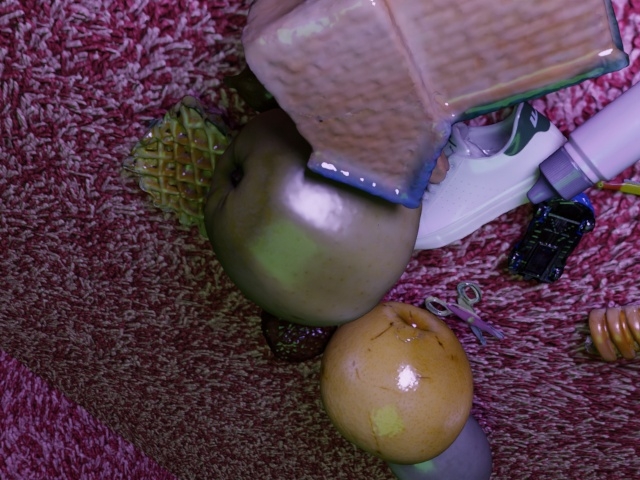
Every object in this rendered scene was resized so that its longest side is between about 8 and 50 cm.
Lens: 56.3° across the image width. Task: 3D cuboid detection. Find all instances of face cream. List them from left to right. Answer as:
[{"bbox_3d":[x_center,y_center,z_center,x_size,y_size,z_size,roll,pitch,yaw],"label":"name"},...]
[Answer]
[{"bbox_3d":[0.424,-0.151,0.839,0.092,0.092,0.311,41,116,-18],"label":"face cream"}]

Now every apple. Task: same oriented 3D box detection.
[{"bbox_3d":[-0.018,-0.039,1.000,0.357,0.357,0.357,13,137,12],"label":"apple"}]

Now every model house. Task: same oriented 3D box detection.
[{"bbox_3d":[0.160,-0.273,0.768,0.382,0.334,0.342,-14,137,29],"label":"model house"}]

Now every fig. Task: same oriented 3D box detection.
[{"bbox_3d":[-0.092,-0.260,1.029,0.155,0.103,0.109,4,113,10],"label":"fig"}]

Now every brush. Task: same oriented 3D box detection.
[{"bbox_3d":[0.498,-0.091,0.988,0.083,0.021,0.018,9,138,8],"label":"brush"}]

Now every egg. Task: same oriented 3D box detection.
[{"bbox_3d":[0.297,0.533,1.547,0.258,0.258,0.352,-21,127,39],"label":"egg"}]

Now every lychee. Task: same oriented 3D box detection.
[{"bbox_3d":[-0.048,0.201,1.440,0.188,0.188,0.188,13,137,12],"label":"lychee"}]

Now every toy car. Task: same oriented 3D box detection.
[{"bbox_3d":[0.414,-0.009,1.081,0.103,0.063,0.216,19,132,6],"label":"toy car"}]

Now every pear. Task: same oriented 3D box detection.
[{"bbox_3d":[0.166,0.309,1.316,0.349,0.348,0.348,13,137,12],"label":"pear"}]

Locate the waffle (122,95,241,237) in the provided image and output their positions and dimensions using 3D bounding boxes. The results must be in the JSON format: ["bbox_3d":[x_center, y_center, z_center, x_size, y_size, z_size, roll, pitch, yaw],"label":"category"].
[{"bbox_3d":[-0.245,-0.140,1.248,0.317,0.073,0.297,-29,116,39],"label":"waffle"}]

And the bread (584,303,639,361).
[{"bbox_3d":[0.607,0.180,1.173,0.177,0.084,0.119,-18,124,32],"label":"bread"}]

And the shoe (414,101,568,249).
[{"bbox_3d":[0.231,-0.108,1.018,0.363,0.131,0.160,-27,119,36],"label":"shoe"}]

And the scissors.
[{"bbox_3d":[0.333,0.169,1.333,0.134,0.020,0.187,-30,115,38],"label":"scissors"}]
